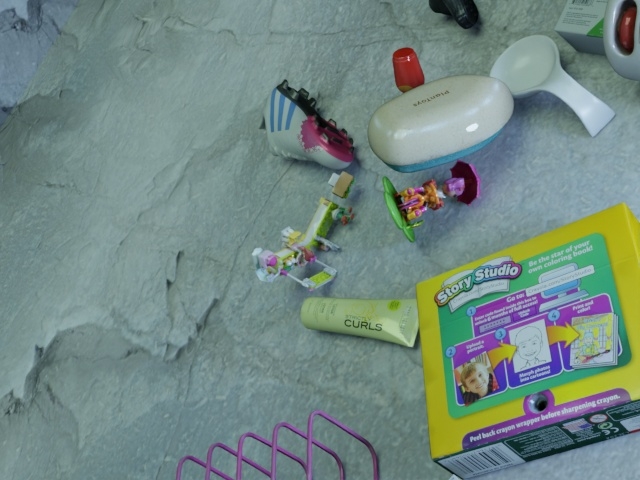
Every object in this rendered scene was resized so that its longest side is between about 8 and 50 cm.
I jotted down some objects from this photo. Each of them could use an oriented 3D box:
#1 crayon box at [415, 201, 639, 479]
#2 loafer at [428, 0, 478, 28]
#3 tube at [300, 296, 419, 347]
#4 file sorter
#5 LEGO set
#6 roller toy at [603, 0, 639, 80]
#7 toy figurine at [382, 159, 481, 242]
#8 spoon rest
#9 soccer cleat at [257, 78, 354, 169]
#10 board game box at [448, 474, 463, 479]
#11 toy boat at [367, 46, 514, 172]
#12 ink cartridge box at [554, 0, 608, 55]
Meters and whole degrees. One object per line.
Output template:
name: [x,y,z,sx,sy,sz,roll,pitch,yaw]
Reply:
crayon box: [0.329,0.152,1.452,0.363,0.106,0.313,-23,47,27]
loafer: [0.263,-0.491,1.996,0.078,0.076,0.223,-39,38,21]
tube: [0.075,0.135,1.728,0.240,0.062,0.070,3,104,37]
file sorter: [-0.071,0.412,1.553,0.291,0.202,0.182,-24,45,28]
LEGO set: [0.000,0.000,1.856,0.107,0.132,0.287,29,58,32]
roller toy: [0.554,-0.340,1.538,0.146,0.191,0.209,21,77,46]
toy figurine: [0.203,-0.085,1.711,0.159,0.173,0.130,-24,87,12]
spoon rest: [0.398,-0.281,1.717,0.137,0.084,0.276,-47,42,5]
soccer cleat: [-0.035,-0.209,2.045,0.143,0.116,0.331,-57,37,18]
board game box: [0.174,0.417,1.402,0.154,0.103,0.026,-50,41,2]
toy boat: [0.205,-0.230,1.777,0.267,0.148,0.318,-20,36,-1]
ink cartridge box: [0.524,-0.429,1.686,0.153,0.087,0.208,24,89,48]
